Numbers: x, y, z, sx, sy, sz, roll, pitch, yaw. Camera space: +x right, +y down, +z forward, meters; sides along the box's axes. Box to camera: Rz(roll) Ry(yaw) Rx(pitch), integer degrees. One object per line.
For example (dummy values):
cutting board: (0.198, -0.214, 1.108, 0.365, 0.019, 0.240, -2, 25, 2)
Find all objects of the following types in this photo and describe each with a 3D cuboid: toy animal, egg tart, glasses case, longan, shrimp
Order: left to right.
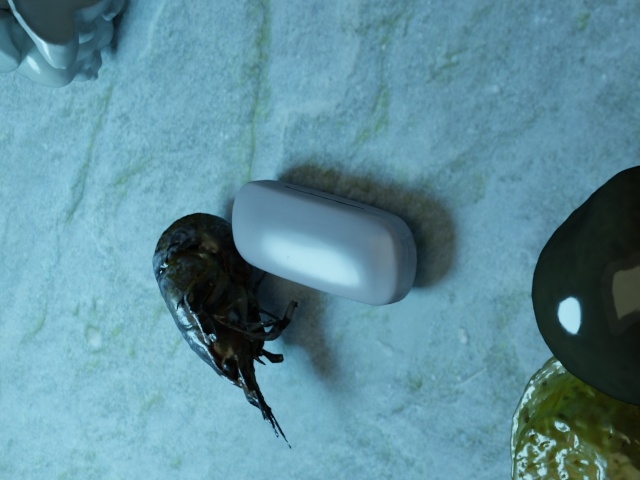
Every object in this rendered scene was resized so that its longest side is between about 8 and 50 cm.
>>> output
toy animal: (-0.369, -0.321, 2.248, 0.206, 0.271, 0.265, 41, 156, -2)
shrimp: (-0.109, 0.112, 2.132, 0.343, 0.145, 0.116, 63, 161, 21)
glasses case: (0.000, 0.000, 2.026, 0.297, 0.075, 0.113, 17, 111, 42)
egg tart: (0.305, 0.258, 1.738, 0.319, 0.128, 0.318, 11, 105, 45)
longan: (0.321, 0.049, 1.605, 0.246, 0.215, 0.246, -6, 78, 31)
